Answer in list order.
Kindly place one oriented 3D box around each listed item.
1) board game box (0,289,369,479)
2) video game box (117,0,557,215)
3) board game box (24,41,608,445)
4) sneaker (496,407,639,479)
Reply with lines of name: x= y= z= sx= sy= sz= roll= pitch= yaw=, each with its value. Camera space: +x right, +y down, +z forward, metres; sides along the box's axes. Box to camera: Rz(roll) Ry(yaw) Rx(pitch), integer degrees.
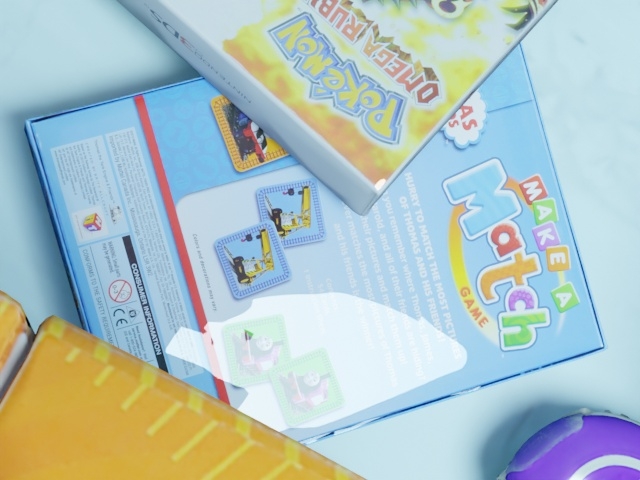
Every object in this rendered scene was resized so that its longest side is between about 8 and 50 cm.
board game box: x=-0.170 y=0.221 z=0.388 sx=0.356 sy=0.356 sz=0.356 roll=28 pitch=62 yaw=-3
video game box: x=0.004 y=-0.145 z=0.638 sx=0.205 sy=0.048 sz=0.187 roll=41 pitch=77 yaw=2
board game box: x=0.000 y=0.000 z=0.661 sx=0.212 sy=0.039 sz=0.160 roll=-16 pitch=92 yaw=-11
sneaker: x=0.191 y=0.194 z=0.643 sx=0.102 sy=0.146 sz=0.293 roll=-38 pitch=98 yaw=-9
